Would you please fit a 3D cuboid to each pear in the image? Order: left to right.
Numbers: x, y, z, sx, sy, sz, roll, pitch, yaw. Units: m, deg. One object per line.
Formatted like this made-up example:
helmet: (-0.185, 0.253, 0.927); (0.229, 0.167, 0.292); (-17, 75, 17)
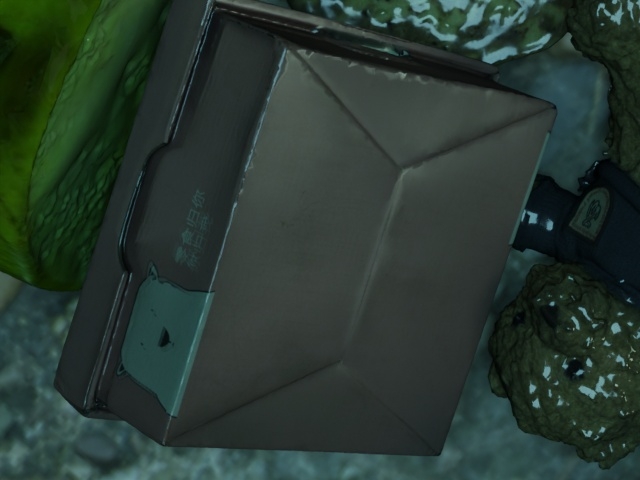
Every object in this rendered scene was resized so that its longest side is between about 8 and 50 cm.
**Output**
pear: (-0.155, -0.126, 0.924); (0.176, 0.282, 0.286); (27, 96, 6)

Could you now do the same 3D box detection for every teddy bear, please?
teddy bear: (0.177, -0.005, 0.995); (0.129, 0.182, 0.251); (9, 112, -36)

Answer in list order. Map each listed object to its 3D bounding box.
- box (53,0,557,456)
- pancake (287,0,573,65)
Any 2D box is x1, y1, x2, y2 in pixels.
box: (0.000, 0.000, 0.949); (0.086, 0.215, 0.215); (28, 104, 44)
pancake: (0.069, -0.201, 1.035); (0.212, 0.029, 0.235); (37, 94, 0)
